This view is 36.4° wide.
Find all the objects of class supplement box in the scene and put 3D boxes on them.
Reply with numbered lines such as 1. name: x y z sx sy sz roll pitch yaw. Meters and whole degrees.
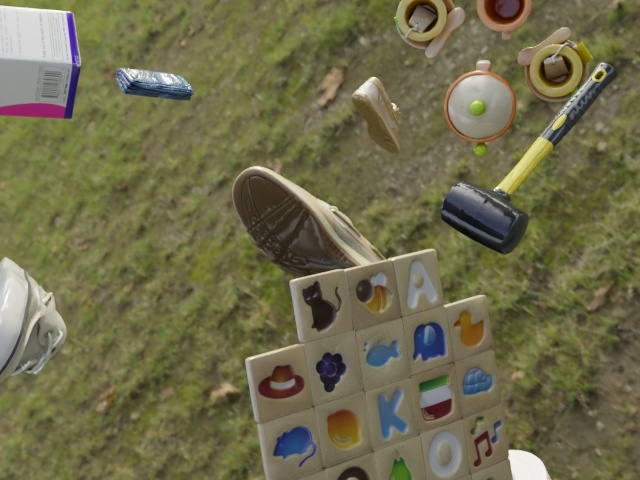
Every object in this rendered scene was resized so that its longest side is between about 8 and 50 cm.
1. supplement box: -0.451 -0.246 1.331 0.111 0.220 0.113 118 144 -48

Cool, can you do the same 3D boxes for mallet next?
1. mallet: 0.177 -0.065 0.750 0.190 0.039 0.062 -42 59 -13

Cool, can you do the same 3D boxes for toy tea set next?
1. toy tea set: 0.202 -0.285 1.295 0.200 0.336 0.124 -37 -1 19

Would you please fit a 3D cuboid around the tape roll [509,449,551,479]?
1. tape roll: 0.338 0.532 1.811 0.246 0.169 0.246 -27 15 8

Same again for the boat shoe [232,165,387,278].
1. boat shoe: 0.000 0.000 1.410 0.109 0.302 0.098 -45 9 28

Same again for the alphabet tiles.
1. alphabet tiles: 0.069 0.189 0.914 0.011 0.285 0.342 -3 97 55

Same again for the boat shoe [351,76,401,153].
1. boat shoe: 0.110 -0.215 1.681 0.063 0.170 0.059 24 71 33

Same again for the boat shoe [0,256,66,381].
1. boat shoe: -0.287 0.086 0.922 0.096 0.088 0.267 -56 19 -5

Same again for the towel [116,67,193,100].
1. towel: -0.275 -0.261 1.615 0.067 0.120 0.029 51 130 45
